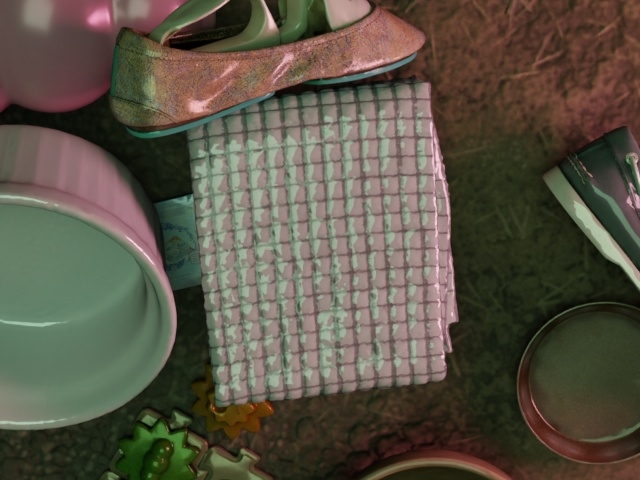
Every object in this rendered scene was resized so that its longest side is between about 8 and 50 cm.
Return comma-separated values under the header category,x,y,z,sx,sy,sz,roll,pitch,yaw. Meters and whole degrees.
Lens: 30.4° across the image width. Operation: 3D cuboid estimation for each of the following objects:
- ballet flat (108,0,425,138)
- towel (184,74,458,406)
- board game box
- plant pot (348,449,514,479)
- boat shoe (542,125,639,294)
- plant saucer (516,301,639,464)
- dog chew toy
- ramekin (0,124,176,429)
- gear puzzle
category,x,y,z,sx,sy,sz,roll,pitch,yaw
ballet flat,-0.036,-0.177,1.010,0.316,0.107,0.106,-22,120,-32
towel,0.000,0.000,1.096,0.235,0.121,0.283,-7,101,-7
board game box,-0.135,0.001,1.154,0.090,0.020,0.090,-13,101,3
plant pot,0.107,0.308,1.164,0.237,0.110,0.237,0,102,1
boat shoe,0.347,0.030,1.107,0.099,0.116,0.319,-41,92,11
plant saucer,0.277,0.140,1.171,0.168,0.029,0.168,0,100,0
dog chew toy,-0.259,-0.199,1.036,0.332,0.206,0.206,-3,101,-7
ramekin,-0.268,0.030,1.056,0.277,0.135,0.277,-3,130,-4
gear puzzle,-0.144,0.271,1.192,0.175,0.044,0.339,31,99,-5
